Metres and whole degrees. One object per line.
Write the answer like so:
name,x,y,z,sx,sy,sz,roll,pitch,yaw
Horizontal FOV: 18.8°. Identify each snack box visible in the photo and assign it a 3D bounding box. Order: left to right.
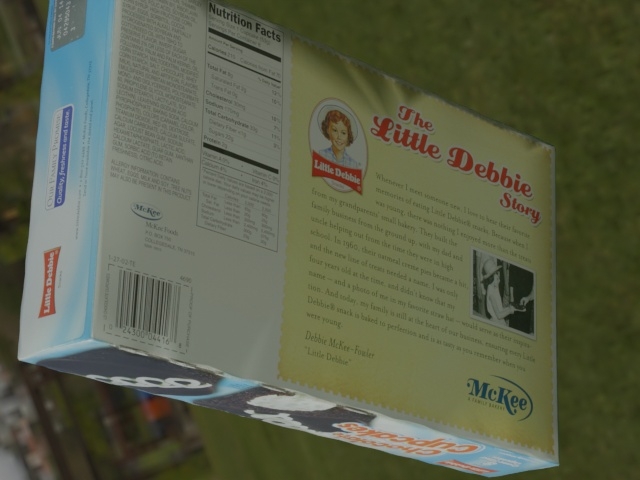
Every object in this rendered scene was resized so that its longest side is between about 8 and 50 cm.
snack box,0.000,0.000,0.976,0.060,0.322,0.187,-16,64,43
